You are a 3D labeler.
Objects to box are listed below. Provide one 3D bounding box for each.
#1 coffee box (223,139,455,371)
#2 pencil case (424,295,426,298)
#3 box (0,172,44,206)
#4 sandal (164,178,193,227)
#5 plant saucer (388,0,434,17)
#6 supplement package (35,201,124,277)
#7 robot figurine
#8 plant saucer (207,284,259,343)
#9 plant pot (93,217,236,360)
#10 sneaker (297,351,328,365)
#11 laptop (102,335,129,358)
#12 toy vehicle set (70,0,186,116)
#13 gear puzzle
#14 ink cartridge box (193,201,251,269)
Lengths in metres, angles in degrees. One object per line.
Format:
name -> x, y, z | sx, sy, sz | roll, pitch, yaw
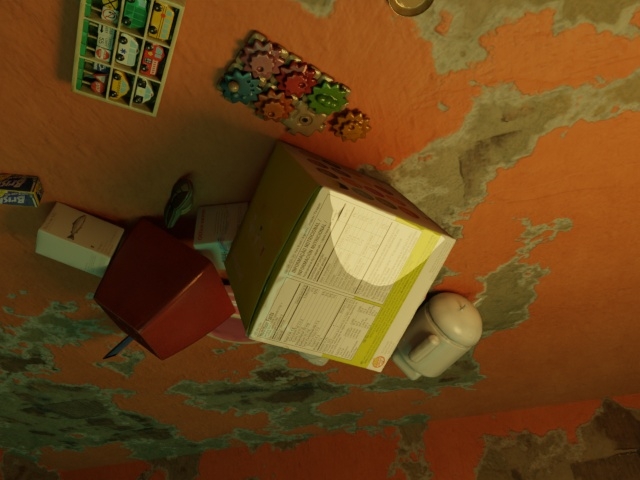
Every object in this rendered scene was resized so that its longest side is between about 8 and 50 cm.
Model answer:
coffee box -> 0.017, 0.025, 1.211 | 0.334, 0.337, 0.338 | 19, 107, -26
pencil case -> 0.269, 0.092, 1.604 | 0.124, 0.113, 0.273 | -17, 146, -18
box -> -0.759, -0.123, 1.307 | 0.169, 0.054, 0.059 | 4, 143, -9
sandal -> -0.345, -0.092, 1.365 | 0.049, 0.072, 0.180 | 1, 148, -32
plant saucer -> 0.161, -0.434, 0.966 | 0.083, 0.015, 0.083 | -1, 144, -1
supplement package -> -0.618, 0.000, 1.413 | 0.179, 0.105, 0.105 | 24, 137, -15
robot figurine -> 0.388, 0.310, 1.807 | 0.353, 0.200, 0.300 | -52, 167, 29
plant saucer -> -0.278, 0.253, 1.778 | 0.332, 0.084, 0.332 | 5, 149, 3
plant pot -> -0.423, 0.149, 1.447 | 0.267, 0.235, 0.267 | 28, 152, 25
sneaker -> 0.065, 0.344, 1.928 | 0.366, 0.137, 0.210 | 6, 145, -5
laptop -> -0.545, 0.338, 1.804 | 0.264, 0.136, 0.234 | 11, 170, -10
toy vehicle set -> -0.362, -0.360, 1.020 | 0.166, 0.035, 0.267 | 13, 141, -20
gear puzzle -> -0.038, -0.279, 1.142 | 0.339, 0.044, 0.175 | 23, 137, -30
ink cartridge box -> -0.225, -0.011, 1.426 | 0.176, 0.128, 0.127 | -5, 144, 4
